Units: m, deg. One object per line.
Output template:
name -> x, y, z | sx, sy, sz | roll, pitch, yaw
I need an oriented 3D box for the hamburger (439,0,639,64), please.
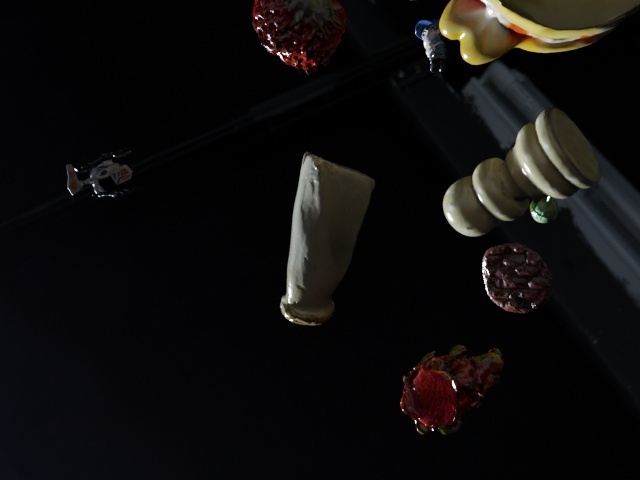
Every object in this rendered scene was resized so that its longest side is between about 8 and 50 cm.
hamburger -> 0.317, -0.377, 0.999 | 0.261, 0.186, 0.303 | 42, -91, 4

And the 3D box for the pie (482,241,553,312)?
pie -> 0.394, 0.073, 1.435 | 0.153, 0.153, 0.038 | 27, -151, 27

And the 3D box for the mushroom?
mushroom -> 0.006, -0.005, 1.503 | 0.137, 0.407, 0.154 | 29, -145, 27

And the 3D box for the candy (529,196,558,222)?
candy -> 0.485, -0.108, 1.493 | 0.061, 0.202, 0.061 | 0, -125, 0

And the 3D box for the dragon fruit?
dragon fruit -> 0.241, 0.255, 1.276 | 0.207, 0.150, 0.133 | -31, -94, -8

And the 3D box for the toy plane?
toy plane -> -0.382, -0.111, 1.249 | 0.053, 0.078, 0.197 | 0, -164, 18

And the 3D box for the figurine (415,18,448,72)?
figurine -> 0.272, -0.455, 1.649 | 0.079, 0.077, 0.136 | -15, -123, -1

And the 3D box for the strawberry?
strawberry -> -0.025, -0.318, 1.022 | 0.145, 0.086, 0.145 | 15, -118, -31

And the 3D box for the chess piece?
chess piece -> 0.377, -0.111, 1.409 | 0.299, 0.167, 0.167 | -36, -137, 39
